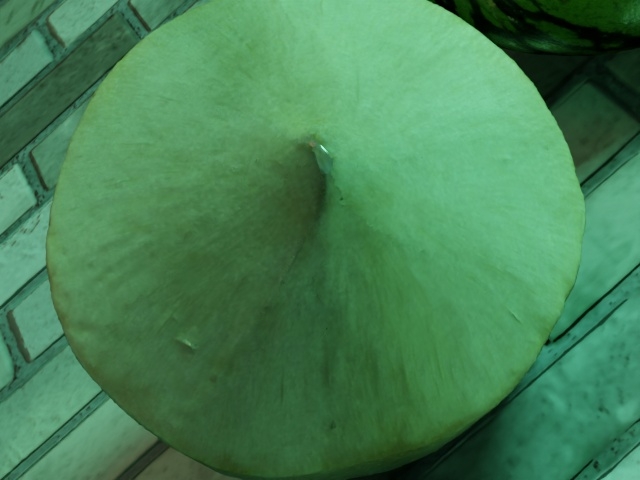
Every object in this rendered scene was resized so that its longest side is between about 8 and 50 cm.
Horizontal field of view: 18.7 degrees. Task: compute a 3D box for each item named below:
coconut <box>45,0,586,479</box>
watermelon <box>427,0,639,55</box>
[{"bbox_3d":[0.000,0.000,1.100,0.329,0.329,0.329,-28,36,23],"label":"coconut"},{"bbox_3d":[0.170,-0.258,1.249,0.285,0.285,0.285,-28,36,23],"label":"watermelon"}]
